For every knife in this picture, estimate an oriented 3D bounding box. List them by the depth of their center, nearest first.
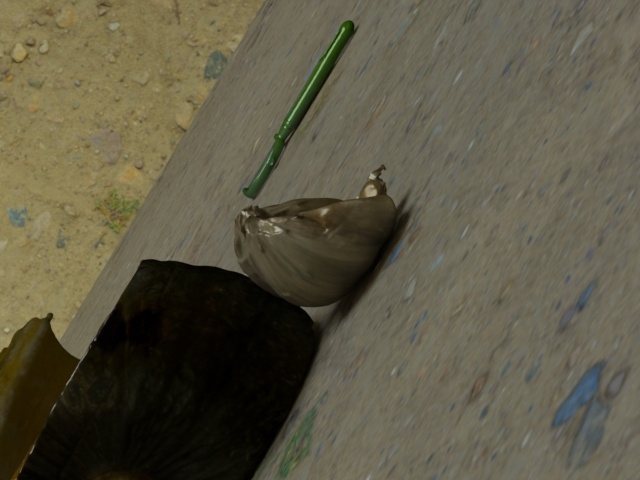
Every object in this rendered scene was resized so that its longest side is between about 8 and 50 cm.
[{"bbox_3d":[-0.022,-0.133,1.991,0.212,0.015,0.054,-58,9,9],"label":"knife"}]

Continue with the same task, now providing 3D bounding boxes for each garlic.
[{"bbox_3d":[-0.002,0.003,1.249,0.113,0.094,0.074,-45,57,41],"label":"garlic"}]

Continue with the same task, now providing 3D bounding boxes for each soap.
[{"bbox_3d":[-0.323,0.273,1.917,0.293,0.156,0.335,-51,13,23],"label":"soap"}]

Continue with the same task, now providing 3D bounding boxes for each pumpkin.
[{"bbox_3d":[-0.132,0.158,1.292,0.317,0.139,0.222,-56,6,7],"label":"pumpkin"}]
